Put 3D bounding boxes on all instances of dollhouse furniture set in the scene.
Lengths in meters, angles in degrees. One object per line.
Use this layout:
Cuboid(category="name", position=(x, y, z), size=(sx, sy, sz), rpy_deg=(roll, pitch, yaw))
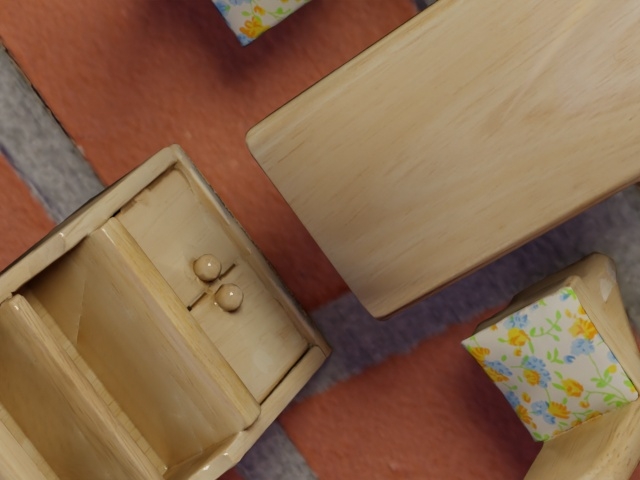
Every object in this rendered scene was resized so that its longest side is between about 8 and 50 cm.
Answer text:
Cuboid(category="dollhouse furniture set", position=(0.000, 0.000, 0.858), size=(0.394, 0.256, 0.362), rpy_deg=(-31, 99, 35))
